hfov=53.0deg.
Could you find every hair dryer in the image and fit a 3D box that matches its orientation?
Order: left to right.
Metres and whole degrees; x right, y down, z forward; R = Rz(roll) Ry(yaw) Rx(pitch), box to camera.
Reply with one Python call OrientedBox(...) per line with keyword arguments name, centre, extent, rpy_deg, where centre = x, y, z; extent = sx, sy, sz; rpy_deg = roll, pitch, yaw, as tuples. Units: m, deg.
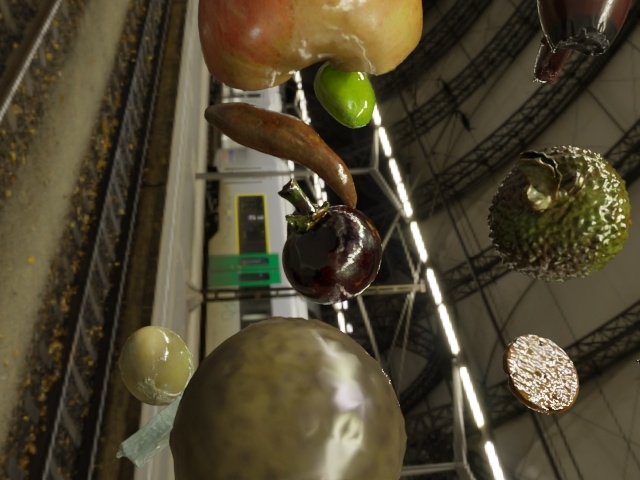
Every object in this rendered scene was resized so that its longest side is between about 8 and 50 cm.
OrientedBox(name="hair dryer", centre=(0.378, -0.372, 0.989), extent=(0.340, 0.123, 0.313), rpy_deg=(73, 25, -73))

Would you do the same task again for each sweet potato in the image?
OrientedBox(name="sweet potato", centre=(-0.052, -0.132, 0.861), extent=(0.058, 0.255, 0.078), rpy_deg=(-48, 164, -51))

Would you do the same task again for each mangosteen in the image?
OrientedBox(name="mangosteen", centre=(0.000, 0.000, 1.397), extent=(0.289, 0.231, 0.231), rpy_deg=(50, 9, -22))

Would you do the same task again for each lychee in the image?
OrientedBox(name="lychee", centre=(0.458, -0.050, 1.236), extent=(0.320, 0.269, 0.270), rpy_deg=(82, 5, -81))

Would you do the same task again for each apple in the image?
OrientedBox(name="apple", centre=(-0.022, -0.325, 0.796), extent=(0.163, 0.292, 0.251), rpy_deg=(80, 4, -50))

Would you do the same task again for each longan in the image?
OrientedBox(name="longan", centre=(-0.054, 0.328, 1.067), extent=(0.391, 0.390, 0.392), rpy_deg=(178, -90, -84))

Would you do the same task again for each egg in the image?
OrientedBox(name="egg", centre=(-0.376, 0.287, 1.466), extent=(0.164, 0.164, 0.202), rpy_deg=(-103, -178, -59))

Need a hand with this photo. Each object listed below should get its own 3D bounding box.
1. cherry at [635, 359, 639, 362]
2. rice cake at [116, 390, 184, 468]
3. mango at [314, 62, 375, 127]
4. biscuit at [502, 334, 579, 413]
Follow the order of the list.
OrientedBox(name="cherry", centre=(0.730, 0.198, 1.158), extent=(0.230, 0.300, 0.203), rpy_deg=(24, 58, -64))
OrientedBox(name="rice cake", centre=(-0.331, 0.396, 1.352), extent=(0.063, 0.206, 0.069), rpy_deg=(39, -32, 24))
OrientedBox(name="mango", centre=(0.034, -0.195, 0.854), extent=(0.056, 0.073, 0.108), rpy_deg=(112, -37, -60))
OrientedBox(name="biscuit", centre=(0.556, 0.335, 1.619), extent=(0.036, 0.212, 0.212), rpy_deg=(121, -32, -55))
